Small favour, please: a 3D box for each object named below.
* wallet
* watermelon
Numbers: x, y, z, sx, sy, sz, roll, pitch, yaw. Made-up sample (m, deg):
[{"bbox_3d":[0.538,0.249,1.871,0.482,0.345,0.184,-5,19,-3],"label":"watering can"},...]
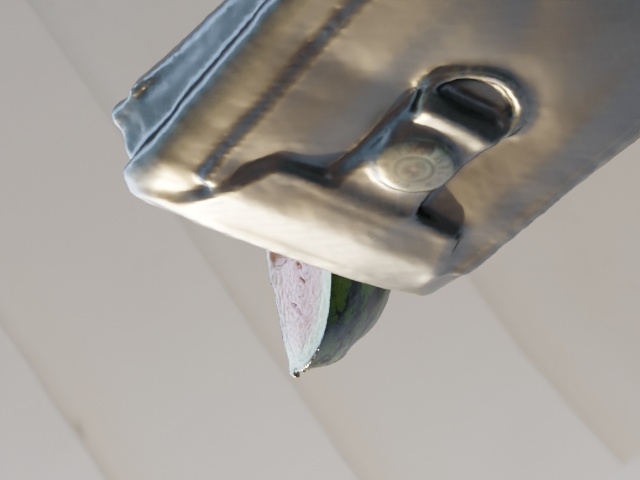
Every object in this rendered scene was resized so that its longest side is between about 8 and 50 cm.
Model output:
[{"bbox_3d":[0.042,-0.060,0.677,0.168,0.052,0.245,26,-39,-23],"label":"wallet"},{"bbox_3d":[0.014,-0.001,1.120,0.069,0.087,0.163,0,-104,-27],"label":"watermelon"}]
